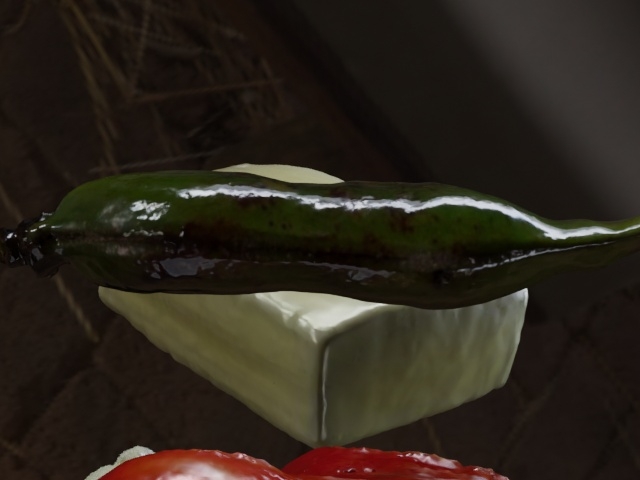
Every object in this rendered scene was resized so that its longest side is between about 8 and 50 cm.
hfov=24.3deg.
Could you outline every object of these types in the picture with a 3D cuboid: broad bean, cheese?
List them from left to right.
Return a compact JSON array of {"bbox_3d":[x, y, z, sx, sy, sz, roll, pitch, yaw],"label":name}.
[{"bbox_3d":[-0.007,0.040,1.198,0.242,0.265,0.124,-16,124,-42],"label":"cheese"},{"bbox_3d":[0.000,0.000,0.713,0.339,0.077,0.061,3,88,-2],"label":"broad bean"}]

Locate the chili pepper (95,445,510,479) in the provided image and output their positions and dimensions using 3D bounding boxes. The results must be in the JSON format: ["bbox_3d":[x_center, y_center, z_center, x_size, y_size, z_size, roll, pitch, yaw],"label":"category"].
[{"bbox_3d":[-0.017,0.120,0.379,0.338,0.134,0.131,25,77,-73],"label":"chili pepper"}]

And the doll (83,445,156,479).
[{"bbox_3d":[-0.255,0.297,1.325,0.278,0.149,0.175,-11,71,-4],"label":"doll"}]
